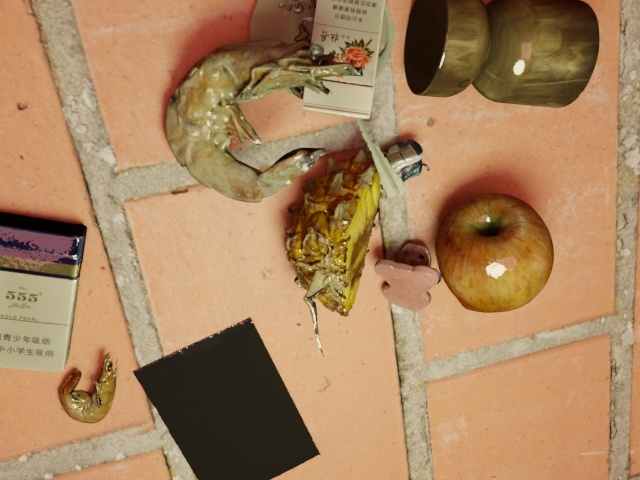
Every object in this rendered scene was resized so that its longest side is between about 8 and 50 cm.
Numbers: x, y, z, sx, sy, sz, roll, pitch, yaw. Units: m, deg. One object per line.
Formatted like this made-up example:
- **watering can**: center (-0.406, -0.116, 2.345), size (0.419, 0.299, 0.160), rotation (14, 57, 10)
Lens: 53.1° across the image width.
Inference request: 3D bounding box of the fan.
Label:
- **fan**: center (0.034, -0.257, 1.028), size (0.232, 0.012, 0.415), rotation (-23, 91, -2)

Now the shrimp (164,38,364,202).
- **shrimp**: center (-0.090, -0.190, 0.988), size (0.360, 0.085, 0.247), rotation (-15, 98, 25)

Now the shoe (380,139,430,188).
- **shoe**: center (0.124, -0.120, 1.150), size (0.142, 0.064, 0.071), rotation (-31, 134, 6)

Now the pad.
- **pad**: center (-0.176, 0.351, 1.273), size (0.247, 0.007, 0.368), rotation (-25, 112, -3)

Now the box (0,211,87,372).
- **box**: center (-0.494, 0.087, 1.070), size (0.168, 0.071, 0.260), rotation (10, 106, -16)

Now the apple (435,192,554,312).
- **apple**: center (0.314, 0.023, 1.165), size (0.211, 0.211, 0.188), rotation (-33, 142, 0)

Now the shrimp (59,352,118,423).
- **shrimp**: center (-0.423, 0.266, 1.174), size (0.095, 0.045, 0.163), rotation (21, 109, 2)

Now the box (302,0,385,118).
- **box**: center (0.037, -0.296, 1.007), size (0.109, 0.029, 0.199), rotation (8, 89, -2)

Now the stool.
- **stool**: center (0.291, -0.317, 1.052), size (0.264, 0.179, 0.179), rotation (2, 109, -14)

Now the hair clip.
- **hair clip**: center (0.164, 0.084, 1.200), size (0.123, 0.102, 0.138), rotation (15, 115, 18)

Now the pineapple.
- **pineapple**: center (-0.001, 0.001, 1.095), size (0.161, 0.158, 0.335), rotation (18, 116, 11)
